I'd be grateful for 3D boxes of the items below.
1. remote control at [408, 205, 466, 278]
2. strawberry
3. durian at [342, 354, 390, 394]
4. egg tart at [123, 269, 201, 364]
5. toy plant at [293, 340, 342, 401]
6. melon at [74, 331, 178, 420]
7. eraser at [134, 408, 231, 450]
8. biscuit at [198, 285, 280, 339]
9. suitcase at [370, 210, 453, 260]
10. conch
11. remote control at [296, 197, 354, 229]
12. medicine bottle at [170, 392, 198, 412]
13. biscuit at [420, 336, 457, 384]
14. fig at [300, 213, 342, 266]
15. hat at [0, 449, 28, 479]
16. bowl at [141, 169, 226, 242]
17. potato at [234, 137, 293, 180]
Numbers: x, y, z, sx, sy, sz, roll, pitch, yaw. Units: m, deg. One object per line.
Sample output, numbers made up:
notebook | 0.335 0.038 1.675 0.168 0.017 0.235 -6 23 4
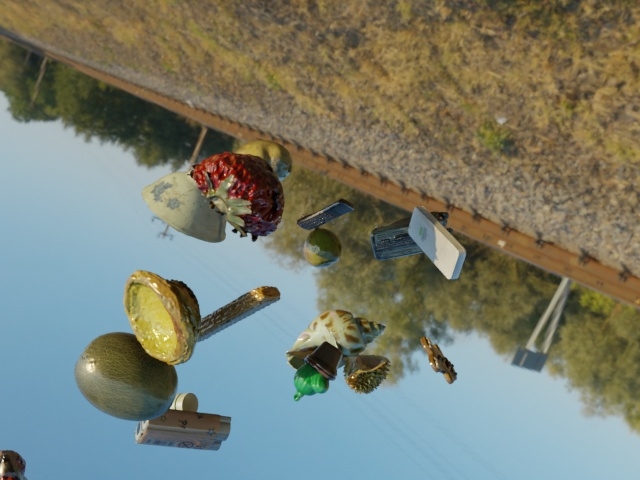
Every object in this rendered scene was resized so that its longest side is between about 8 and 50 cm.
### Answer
remote control | 0.329 0.003 1.798 0.034 0.103 0.250 -5 -146 -24
strawberry | -0.170 -0.137 1.625 0.253 0.150 0.280 55 -153 11
durian | 0.181 0.524 2.431 0.182 0.138 0.249 -1 179 -3
egg tart | -0.419 0.199 1.721 0.294 0.294 0.123 28 -144 32
toy plant | -0.010 0.402 1.874 0.105 0.201 0.142 36 171 -30
melon | -0.564 0.402 1.851 0.301 0.238 0.237 30 -177 -7
eraser | -0.469 0.648 2.143 0.290 0.171 0.087 16 -140 -27
biscuit | -0.278 0.224 1.854 0.094 0.378 0.054 -7 -110 -58
suitcase | 0.355 -0.019 2.464 0.311 0.128 0.202 -12 -170 16
conch | 0.056 0.386 2.390 0.197 0.367 0.250 42 -151 -38
remote control | 0.012 -0.076 1.881 0.059 0.028 0.212 25 148 -36
medicine bottle | -0.534 0.593 2.256 0.183 0.086 0.086 -11 163 30
biscuit | 0.371 0.370 1.914 0.205 0.031 0.138 44 -160 -44
fig | -0.004 0.013 2.371 0.147 0.142 0.187 -1 -125 -24
hat | -0.889 0.679 1.782 0.128 0.140 0.227 -8 -164 -35
bowl | -0.410 -0.141 2.054 0.313 0.146 0.313 32 -162 -12
potato | -0.208 -0.247 2.070 0.191 0.142 0.296 1 167 -28
